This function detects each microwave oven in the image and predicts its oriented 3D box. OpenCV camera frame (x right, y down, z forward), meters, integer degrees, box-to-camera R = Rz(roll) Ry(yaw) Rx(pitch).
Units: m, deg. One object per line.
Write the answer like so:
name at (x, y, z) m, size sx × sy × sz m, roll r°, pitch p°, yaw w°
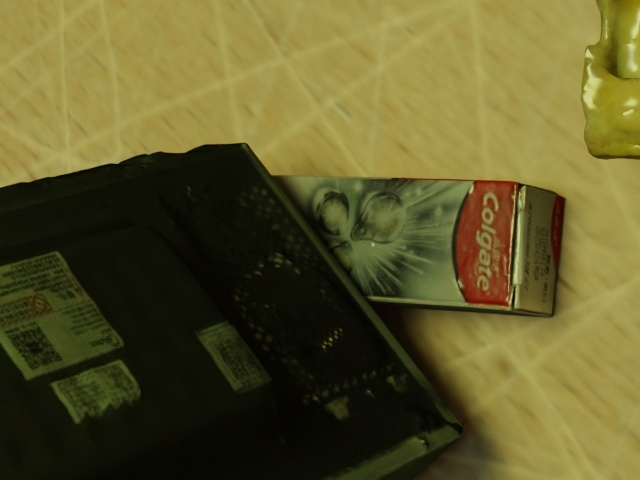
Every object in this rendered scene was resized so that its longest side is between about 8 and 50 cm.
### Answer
microwave oven at (-0.133, 0.095, 0.689) m, size 0.181 × 0.295 × 0.237 m, roll 53°, pitch 125°, yaw 15°

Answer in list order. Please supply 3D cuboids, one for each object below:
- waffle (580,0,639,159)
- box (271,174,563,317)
waffle at (0.186, -0.156, 0.658) m, size 0.168 × 0.057 × 0.274 m, roll 2°, pitch 88°, yaw 35°
box at (0.000, 0.000, 0.788) m, size 0.218 × 0.039 × 0.055 m, roll 2°, pitch 86°, yaw 35°
